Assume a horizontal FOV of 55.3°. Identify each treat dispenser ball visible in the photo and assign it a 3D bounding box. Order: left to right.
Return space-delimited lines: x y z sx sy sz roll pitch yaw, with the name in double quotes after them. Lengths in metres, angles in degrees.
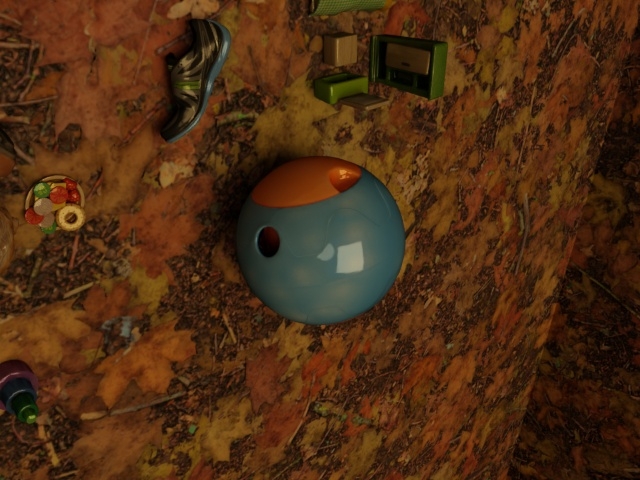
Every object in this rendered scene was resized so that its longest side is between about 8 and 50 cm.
0.000 0.000 1.041 0.288 0.288 0.288 -23 127 -35 "treat dispenser ball"

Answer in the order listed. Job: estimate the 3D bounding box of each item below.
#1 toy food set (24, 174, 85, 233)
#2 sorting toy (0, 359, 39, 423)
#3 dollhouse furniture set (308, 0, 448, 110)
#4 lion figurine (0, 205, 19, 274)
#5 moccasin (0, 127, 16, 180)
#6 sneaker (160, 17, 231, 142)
-0.366 -0.049 0.845 0.082 0.020 0.083 -10 119 -42 "toy food set"
-0.535 0.262 0.771 0.365 0.126 0.127 -16 122 -38 "sorting toy"
0.102 -0.387 1.028 0.197 0.151 0.302 -24 127 -35 "dollhouse furniture set"
-0.535 0.034 0.627 0.392 0.142 0.240 15 105 -50 "lion figurine"
-0.500 -0.112 0.588 0.380 0.139 0.147 7 112 -50 "moccasin"
-0.196 -0.234 0.893 0.078 0.067 0.188 19 100 -27 "sneaker"
